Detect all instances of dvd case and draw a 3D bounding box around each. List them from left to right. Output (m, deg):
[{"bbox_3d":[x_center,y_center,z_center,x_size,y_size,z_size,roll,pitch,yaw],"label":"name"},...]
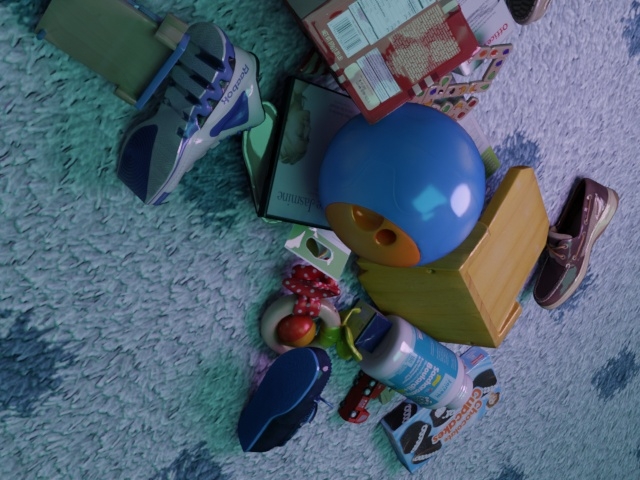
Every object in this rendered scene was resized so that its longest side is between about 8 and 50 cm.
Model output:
[{"bbox_3d":[-0.015,-0.152,1.474,0.180,0.022,0.253,10,92,-43],"label":"dvd case"}]

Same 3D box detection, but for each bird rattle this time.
[{"bbox_3d":[-0.024,0.166,1.656,0.207,0.143,0.253,-29,135,11],"label":"bird rattle"}]

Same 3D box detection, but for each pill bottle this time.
[{"bbox_3d":[0.222,0.285,1.831,0.264,0.146,0.146,33,93,-26],"label":"pill bottle"}]

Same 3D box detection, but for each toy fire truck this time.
[{"bbox_3d":[0.139,0.351,1.923,0.135,0.047,0.192,23,100,-41],"label":"toy fire truck"}]

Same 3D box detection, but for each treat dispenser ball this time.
[{"bbox_3d":[0.140,-0.095,1.414,0.288,0.288,0.288,-16,122,-27],"label":"treat dispenser ball"}]

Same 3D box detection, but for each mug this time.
[{"bbox_3d":[-0.001,-0.004,1.638,0.064,0.078,0.062,-30,85,-29],"label":"mug"}]

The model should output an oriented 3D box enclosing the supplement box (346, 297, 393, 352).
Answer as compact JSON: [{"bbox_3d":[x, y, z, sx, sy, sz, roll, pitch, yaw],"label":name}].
[{"bbox_3d":[0.097,0.185,1.777,0.056,0.083,0.083,35,92,-35],"label":"supplement box"}]

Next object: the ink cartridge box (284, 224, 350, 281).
[{"bbox_3d":[0.017,-0.063,1.574,0.171,0.056,0.235,35,78,-41],"label":"ink cartridge box"}]

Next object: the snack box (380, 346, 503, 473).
[{"bbox_3d":[0.316,0.431,2.080,0.322,0.060,0.187,-36,130,-14],"label":"snack box"}]

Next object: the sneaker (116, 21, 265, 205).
[{"bbox_3d":[-0.186,-0.192,1.344,0.182,0.127,0.315,4,125,-54],"label":"sneaker"}]

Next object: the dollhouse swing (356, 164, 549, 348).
[{"bbox_3d":[0.299,0.018,1.775,0.347,0.315,0.305,53,48,-49],"label":"dollhouse swing"}]

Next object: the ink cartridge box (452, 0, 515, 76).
[{"bbox_3d":[0.263,-0.442,1.555,0.153,0.087,0.208,-44,130,-7],"label":"ink cartridge box"}]

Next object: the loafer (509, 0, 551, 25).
[{"bbox_3d":[0.460,-0.557,1.620,0.092,0.102,0.268,6,110,-30],"label":"loafer"}]

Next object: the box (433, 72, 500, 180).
[{"bbox_3d":[0.227,-0.186,1.691,0.232,0.058,0.322,-45,129,-6],"label":"box"}]

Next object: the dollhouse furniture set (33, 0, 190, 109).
[{"bbox_3d":[-0.309,-0.400,1.201,0.286,0.198,0.303,31,128,-20],"label":"dollhouse furniture set"}]

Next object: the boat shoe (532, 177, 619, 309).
[{"bbox_3d":[0.606,0.004,2.024,0.123,0.123,0.342,24,100,-26],"label":"boat shoe"}]

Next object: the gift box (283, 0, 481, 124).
[{"bbox_3d":[0.064,-0.372,1.342,0.276,0.258,0.255,-29,123,5],"label":"gift box"}]

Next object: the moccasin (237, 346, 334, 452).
[{"bbox_3d":[-0.060,0.324,1.686,0.117,0.137,0.342,9,140,-30],"label":"moccasin"}]

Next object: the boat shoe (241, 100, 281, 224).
[{"bbox_3d":[-0.104,-0.144,1.476,0.081,0.068,0.227,-10,111,-14],"label":"boat shoe"}]

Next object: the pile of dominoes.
[{"bbox_3d":[0.237,-0.274,1.532,0.251,0.040,0.196,-13,147,-30],"label":"pile of dominoes"}]
